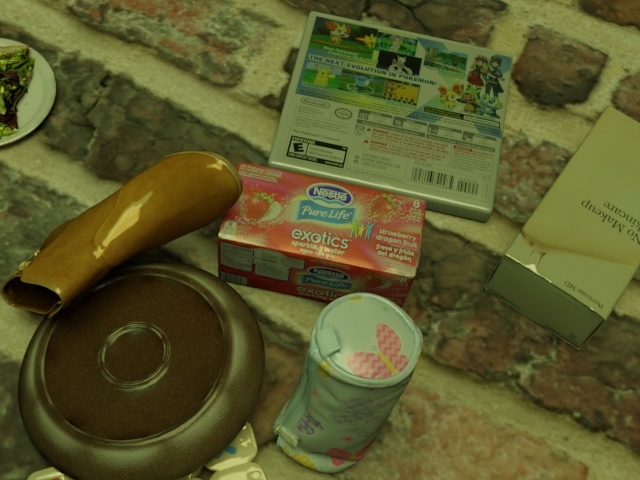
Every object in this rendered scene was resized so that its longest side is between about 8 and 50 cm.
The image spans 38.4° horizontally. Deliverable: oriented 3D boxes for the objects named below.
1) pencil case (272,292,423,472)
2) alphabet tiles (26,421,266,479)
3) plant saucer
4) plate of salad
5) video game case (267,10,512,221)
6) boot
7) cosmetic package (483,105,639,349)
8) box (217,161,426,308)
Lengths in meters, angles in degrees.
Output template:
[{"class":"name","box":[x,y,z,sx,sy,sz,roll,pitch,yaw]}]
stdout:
[{"class":"pencil case","box":[0.024,0.169,1.054,0.124,0.273,0.113,7,55,-11]},{"class":"alphabet tiles","box":[-0.197,0.323,1.086,0.278,0.021,0.284,-13,65,-13]},{"class":"plant saucer","box":[-0.224,0.148,1.130,0.311,0.050,0.310,-2,58,3]},{"class":"plate of salad","box":[-0.486,-0.221,1.329,0.200,0.048,0.199,3,62,-5]},{"class":"video game case","box":[0.112,-0.194,1.385,0.329,0.036,0.299,12,62,2]},{"class":"boot","box":[-0.243,0.003,1.113,0.104,0.295,0.211,57,42,-20]},{"class":"cosmetic package","box":[0.380,-0.023,1.280,0.160,0.113,0.309,33,63,11]},{"class":"box","box":[0.000,0.000,1.218,0.257,0.128,0.122,12,62,1]}]
